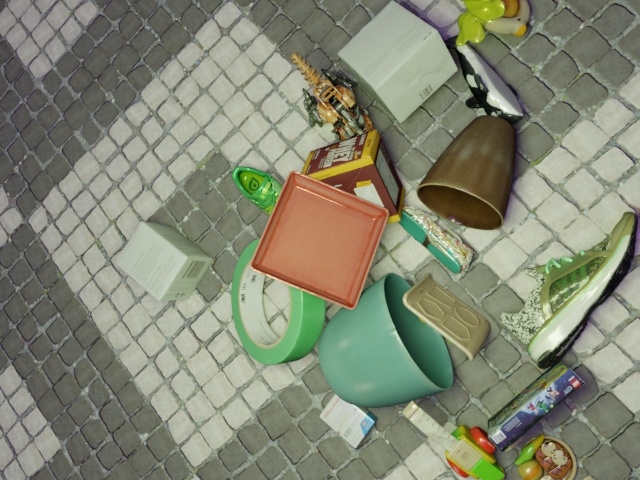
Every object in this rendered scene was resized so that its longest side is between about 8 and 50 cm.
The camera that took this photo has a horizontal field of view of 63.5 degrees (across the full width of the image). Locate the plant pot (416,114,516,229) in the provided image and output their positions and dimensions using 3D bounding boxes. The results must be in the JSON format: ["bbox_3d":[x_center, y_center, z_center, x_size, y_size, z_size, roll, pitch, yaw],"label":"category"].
[{"bbox_3d":[0.377,-0.177,1.247,0.215,0.215,0.231,23,79,17],"label":"plant pot"}]

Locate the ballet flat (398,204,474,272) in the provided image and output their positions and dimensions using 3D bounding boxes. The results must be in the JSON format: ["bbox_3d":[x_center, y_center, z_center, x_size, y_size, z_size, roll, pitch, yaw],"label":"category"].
[{"bbox_3d":[0.290,-0.016,1.319,0.077,0.091,0.241,-40,78,-22],"label":"ballet flat"}]

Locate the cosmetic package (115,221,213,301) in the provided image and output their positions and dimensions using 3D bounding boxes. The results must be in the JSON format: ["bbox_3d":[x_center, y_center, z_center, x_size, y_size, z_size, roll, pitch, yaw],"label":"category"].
[{"bbox_3d":[-0.445,0.060,1.486,0.183,0.151,0.152,35,96,17],"label":"cosmetic package"}]

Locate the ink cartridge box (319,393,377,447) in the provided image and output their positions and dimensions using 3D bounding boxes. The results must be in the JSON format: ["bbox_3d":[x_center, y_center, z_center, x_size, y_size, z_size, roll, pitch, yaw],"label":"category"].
[{"bbox_3d":[0.072,0.460,1.347,0.122,0.052,0.089,37,96,15],"label":"ink cartridge box"}]

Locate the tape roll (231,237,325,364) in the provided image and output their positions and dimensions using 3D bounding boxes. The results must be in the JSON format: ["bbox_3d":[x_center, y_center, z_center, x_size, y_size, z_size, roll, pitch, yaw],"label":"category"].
[{"bbox_3d":[-0.118,0.154,1.335,0.321,0.077,0.322,-3,87,49],"label":"tape roll"}]

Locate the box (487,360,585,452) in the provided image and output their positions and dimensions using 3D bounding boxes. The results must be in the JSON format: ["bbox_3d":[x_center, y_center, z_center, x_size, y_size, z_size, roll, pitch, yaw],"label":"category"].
[{"bbox_3d":[0.481,0.371,1.175,0.233,0.159,0.044,-45,73,9],"label":"box"}]

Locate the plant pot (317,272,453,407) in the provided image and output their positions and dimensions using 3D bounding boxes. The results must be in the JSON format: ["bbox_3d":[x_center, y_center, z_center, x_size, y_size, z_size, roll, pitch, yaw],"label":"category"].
[{"bbox_3d":[0.137,0.259,1.234,0.235,0.293,0.293,-31,77,23],"label":"plant pot"}]

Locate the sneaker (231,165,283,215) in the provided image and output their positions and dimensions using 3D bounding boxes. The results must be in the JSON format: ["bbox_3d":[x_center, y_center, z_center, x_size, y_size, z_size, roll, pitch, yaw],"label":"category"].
[{"bbox_3d":[-0.128,-0.112,1.420,0.295,0.123,0.110,30,94,16],"label":"sneaker"}]

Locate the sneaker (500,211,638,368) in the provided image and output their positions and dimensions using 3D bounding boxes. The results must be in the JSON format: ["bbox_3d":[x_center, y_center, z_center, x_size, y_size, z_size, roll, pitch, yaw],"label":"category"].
[{"bbox_3d":[0.567,0.085,1.196,0.182,0.158,0.410,38,92,34],"label":"sneaker"}]

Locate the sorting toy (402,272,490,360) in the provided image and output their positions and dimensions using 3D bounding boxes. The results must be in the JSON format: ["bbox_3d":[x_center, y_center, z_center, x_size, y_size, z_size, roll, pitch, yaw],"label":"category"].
[{"bbox_3d":[0.302,0.180,1.238,0.208,0.193,0.038,42,120,14],"label":"sorting toy"}]

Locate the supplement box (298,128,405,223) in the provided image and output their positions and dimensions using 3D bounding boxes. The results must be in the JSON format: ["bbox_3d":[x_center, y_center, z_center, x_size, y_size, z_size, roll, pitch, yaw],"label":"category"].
[{"bbox_3d":[0.083,-0.139,1.291,0.191,0.129,0.194,-14,125,26],"label":"supplement box"}]

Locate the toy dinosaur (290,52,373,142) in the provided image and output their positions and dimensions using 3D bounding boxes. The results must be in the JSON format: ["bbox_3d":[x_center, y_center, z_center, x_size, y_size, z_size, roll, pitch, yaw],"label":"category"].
[{"bbox_3d":[0.049,-0.351,1.331,0.164,0.218,0.322,-23,121,-1],"label":"toy dinosaur"}]

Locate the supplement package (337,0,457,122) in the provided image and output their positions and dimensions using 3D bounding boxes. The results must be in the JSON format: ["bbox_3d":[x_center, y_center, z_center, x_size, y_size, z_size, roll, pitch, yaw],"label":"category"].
[{"bbox_3d":[0.192,-0.450,1.305,0.194,0.149,0.203,-41,50,10],"label":"supplement package"}]

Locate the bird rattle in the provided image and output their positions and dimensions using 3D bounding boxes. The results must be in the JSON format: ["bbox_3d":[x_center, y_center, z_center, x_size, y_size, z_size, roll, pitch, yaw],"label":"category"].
[{"bbox_3d":[0.423,-0.593,1.303,0.206,0.143,0.254,15,53,-6],"label":"bird rattle"}]

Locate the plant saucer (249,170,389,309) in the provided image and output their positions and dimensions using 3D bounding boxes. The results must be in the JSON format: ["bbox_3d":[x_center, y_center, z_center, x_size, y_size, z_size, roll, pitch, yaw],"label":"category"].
[{"bbox_3d":[0.000,0.000,1.208,0.258,0.048,0.259,22,74,-2],"label":"plant saucer"}]

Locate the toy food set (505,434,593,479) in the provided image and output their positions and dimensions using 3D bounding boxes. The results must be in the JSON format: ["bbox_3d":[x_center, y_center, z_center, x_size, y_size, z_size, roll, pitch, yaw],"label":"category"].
[{"bbox_3d":[0.530,0.526,1.210,0.132,0.038,0.192,-46,75,8],"label":"toy food set"}]

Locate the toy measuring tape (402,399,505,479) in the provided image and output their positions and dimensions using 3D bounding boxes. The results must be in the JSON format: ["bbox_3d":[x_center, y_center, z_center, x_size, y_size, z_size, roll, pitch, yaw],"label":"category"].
[{"bbox_3d":[0.309,0.460,1.213,0.330,0.121,0.121,40,98,-13],"label":"toy measuring tape"}]

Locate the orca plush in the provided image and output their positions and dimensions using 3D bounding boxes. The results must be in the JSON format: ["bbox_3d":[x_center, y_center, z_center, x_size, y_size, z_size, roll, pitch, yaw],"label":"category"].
[{"bbox_3d":[0.387,-0.384,1.303,0.287,0.151,0.102,52,131,11],"label":"orca plush"}]
